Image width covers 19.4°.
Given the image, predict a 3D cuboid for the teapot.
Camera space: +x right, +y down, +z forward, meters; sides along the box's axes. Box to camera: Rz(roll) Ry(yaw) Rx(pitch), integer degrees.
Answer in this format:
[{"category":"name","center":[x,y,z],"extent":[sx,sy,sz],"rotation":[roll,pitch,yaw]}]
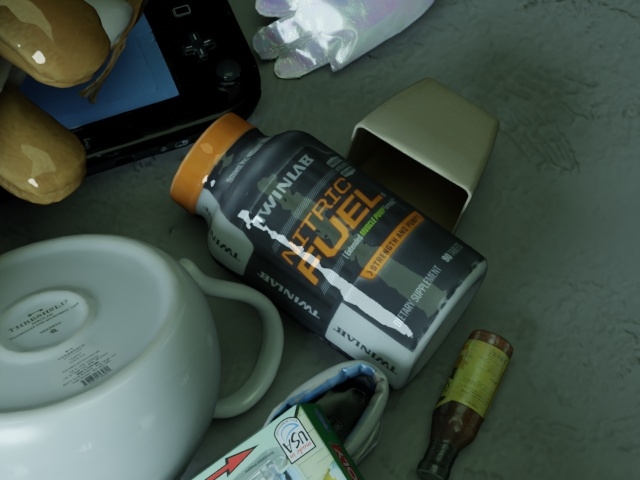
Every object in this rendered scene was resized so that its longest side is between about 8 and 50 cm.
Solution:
[{"category":"teapot","center":[-0.177,0.127,1.402],"extent":[0.256,0.187,0.252],"rotation":[-4,38,16]}]

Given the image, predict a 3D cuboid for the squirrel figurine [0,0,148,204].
[{"category":"squirrel figurine","center":[-0.328,-0.180,1.406],"extent":[0.397,0.281,0.370],"rotation":[19,47,16]}]

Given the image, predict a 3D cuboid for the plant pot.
[{"category":"plant pot","center":[0.087,-0.068,1.546],"extent":[0.109,0.109,0.096],"rotation":[32,57,8]}]

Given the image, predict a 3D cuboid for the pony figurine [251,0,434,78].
[{"category":"pony figurine","center":[0.055,-0.341,1.557],"extent":[0.351,0.363,0.303],"rotation":[-22,78,3]}]

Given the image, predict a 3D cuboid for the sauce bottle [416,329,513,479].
[{"category":"sauce bottle","center":[0.113,0.133,1.495],"extent":[0.042,0.042,0.128],"rotation":[26,66,6]}]

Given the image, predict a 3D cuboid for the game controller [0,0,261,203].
[{"category":"game controller","center":[-0.215,-0.126,1.559],"extent":[0.319,0.067,0.166],"rotation":[-18,71,-13]}]

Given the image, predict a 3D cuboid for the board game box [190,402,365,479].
[{"category":"board game box","center":[-0.076,0.291,1.332],"extent":[0.317,0.046,0.213],"rotation":[-37,72,13]}]

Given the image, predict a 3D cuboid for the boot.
[{"category":"boot","center":[-0.053,0.183,1.415],"extent":[0.095,0.123,0.258],"rotation":[43,71,12]}]

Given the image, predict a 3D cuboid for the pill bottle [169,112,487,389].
[{"category":"pill bottle","center":[0.000,0.000,1.492],"extent":[0.245,0.130,0.130],"rotation":[35,69,10]}]
